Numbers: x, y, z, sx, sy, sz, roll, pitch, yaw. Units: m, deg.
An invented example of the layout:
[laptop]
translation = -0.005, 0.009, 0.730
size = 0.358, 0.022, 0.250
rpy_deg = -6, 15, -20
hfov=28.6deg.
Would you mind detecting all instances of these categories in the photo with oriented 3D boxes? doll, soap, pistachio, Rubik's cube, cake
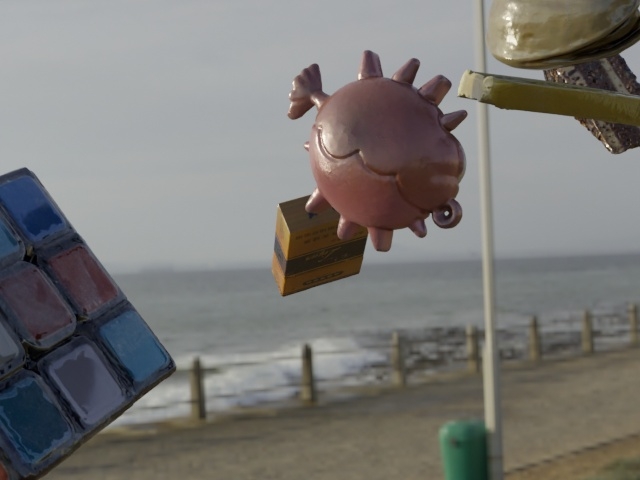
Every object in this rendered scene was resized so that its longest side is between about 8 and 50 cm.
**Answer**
[doll]
translation = 0.059, -0.102, 1.374
size = 0.262, 0.211, 0.093
rpy_deg = 37, 13, 29
[soap]
translation = 0.285, -0.156, 1.414
size = 0.252, 0.037, 0.092
rpy_deg = 7, 10, -15
[pistachio]
translation = 0.326, -0.295, 1.687
size = 0.238, 0.153, 0.138
rpy_deg = -5, -32, 38
[Rubik's cube]
translation = -0.460, 0.167, 1.569
size = 0.362, 0.359, 0.363
rpy_deg = -38, -3, 25
[cake]
translation = 0.461, -0.226, 2.056
size = 0.112, 0.246, 0.135
rpy_deg = -28, -24, -3

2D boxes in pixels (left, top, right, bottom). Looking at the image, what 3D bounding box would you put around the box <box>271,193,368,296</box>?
[box]
translation = 0.000, -0.001, 2.163
size = 0.152, 0.070, 0.237
rpy_deg = -16, -28, -14
